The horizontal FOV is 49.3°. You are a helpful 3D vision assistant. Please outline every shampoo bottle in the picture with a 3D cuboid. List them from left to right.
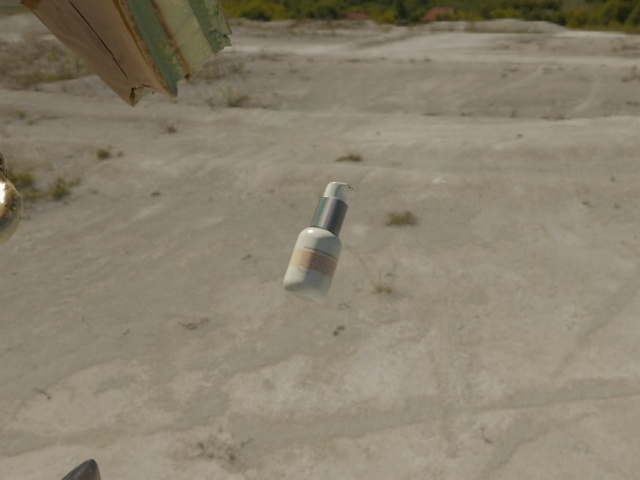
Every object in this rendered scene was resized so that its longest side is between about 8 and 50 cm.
[{"bbox_3d":[0.000,0.000,1.104,0.074,0.191,0.074,16,-14,4],"label":"shampoo bottle"}]

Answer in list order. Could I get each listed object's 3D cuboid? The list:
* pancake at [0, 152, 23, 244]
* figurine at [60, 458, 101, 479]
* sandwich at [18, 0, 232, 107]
[{"bbox_3d":[-0.413,-0.076,0.650,0.282,0.049,0.282,35,27,-21],"label":"pancake"},{"bbox_3d":[-0.232,0.283,0.636,0.138,0.125,0.125,-38,33,-15],"label":"figurine"},{"bbox_3d":[-0.261,-0.297,0.939,0.228,0.198,0.155,13,51,39],"label":"sandwich"}]
